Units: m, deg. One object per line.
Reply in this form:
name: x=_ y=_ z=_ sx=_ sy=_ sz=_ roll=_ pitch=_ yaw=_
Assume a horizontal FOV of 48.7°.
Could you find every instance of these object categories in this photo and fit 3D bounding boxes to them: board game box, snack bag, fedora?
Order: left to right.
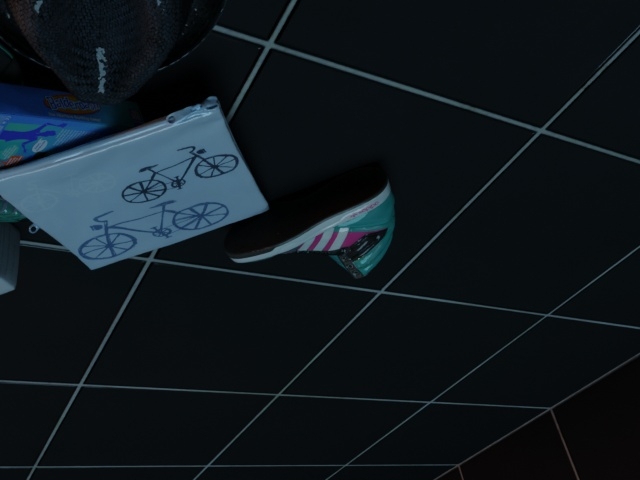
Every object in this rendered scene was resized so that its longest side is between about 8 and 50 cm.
board game box: x=-0.355 y=-0.127 z=0.902 sx=0.160 sy=0.047 sz=0.210 roll=-34 pitch=161 yaw=34
fedora: x=-0.232 y=-0.261 z=0.732 sx=0.334 sy=0.153 sz=0.334 roll=-8 pitch=145 yaw=-6
snack bag: x=-0.259 y=-0.069 z=1.020 sx=0.323 sy=0.037 sz=0.342 roll=-18 pitch=158 yaw=1

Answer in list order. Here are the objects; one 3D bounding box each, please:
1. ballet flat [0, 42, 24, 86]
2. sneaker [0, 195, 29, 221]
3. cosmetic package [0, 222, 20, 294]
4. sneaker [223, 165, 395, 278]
ballet flat: x=-0.495 y=-0.175 z=0.833 sx=0.280 sy=0.095 sz=0.096 roll=-25 pitch=135 yaw=-1
sneaker: x=-0.466 y=-0.083 z=0.981 sx=0.083 sy=0.098 sz=0.223 roll=-2 pitch=172 yaw=14
cosmetic package: x=-0.539 y=-0.016 z=1.009 sx=0.085 sy=0.117 sz=0.231 roll=-19 pitch=146 yaw=8
sneaker: x=0.000 y=0.000 z=1.207 sx=0.295 sy=0.124 sz=0.178 roll=-21 pitch=135 yaw=10
